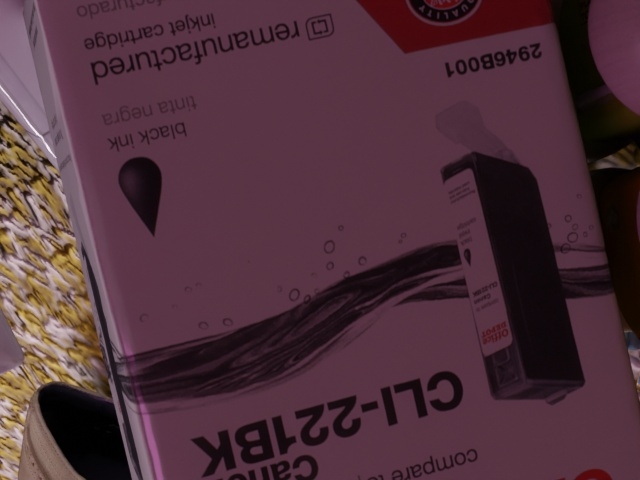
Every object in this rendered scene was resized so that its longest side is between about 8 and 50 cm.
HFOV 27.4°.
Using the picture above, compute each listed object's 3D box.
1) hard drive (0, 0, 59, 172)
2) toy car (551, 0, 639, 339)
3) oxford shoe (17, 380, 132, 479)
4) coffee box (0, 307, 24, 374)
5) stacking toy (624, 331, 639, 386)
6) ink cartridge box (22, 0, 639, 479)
[{"bbox_3d":[-0.218,-0.208,0.590,0.233,0.047,0.353,53,175,45],"label":"hard drive"},{"bbox_3d":[0.166,-0.046,0.558,0.159,0.136,0.182,155,101,-77],"label":"toy car"},{"bbox_3d":[-0.057,0.210,0.907,0.397,0.140,0.146,14,122,23],"label":"oxford shoe"},{"bbox_3d":[-0.420,-0.050,0.725,0.334,0.338,0.337,34,147,58],"label":"coffee box"},{"bbox_3d":[0.180,0.055,0.688,0.221,0.052,0.167,21,131,22],"label":"stacking toy"},{"bbox_3d":[0.006,0.010,0.541,0.114,0.197,0.272,-179,75,-77],"label":"ink cartridge box"}]
